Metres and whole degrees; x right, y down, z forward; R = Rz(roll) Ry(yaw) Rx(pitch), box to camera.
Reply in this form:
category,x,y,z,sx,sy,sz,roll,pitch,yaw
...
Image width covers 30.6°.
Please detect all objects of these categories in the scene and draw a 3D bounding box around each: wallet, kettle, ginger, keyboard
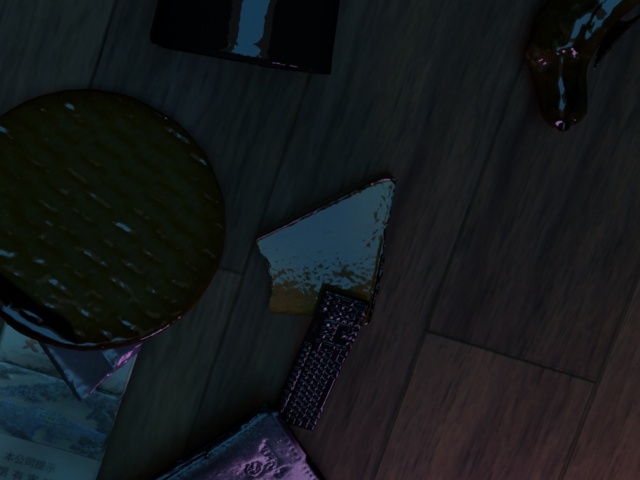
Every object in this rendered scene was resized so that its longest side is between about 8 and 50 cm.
category,x,y,z,sx,sy,sz,roll,pitch,yaw
wallet,-0.180,0.362,1.478,0.379,0.046,0.190,-31,127,-1
kettle,-0.084,-0.358,1.336,0.203,0.262,0.308,4,99,-44
ginger,0.350,-0.288,1.427,0.309,0.107,0.133,-46,126,2
keyboard,-0.002,0.153,1.477,0.061,0.013,0.204,17,116,-12

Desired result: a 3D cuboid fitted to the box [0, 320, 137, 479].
category,x,y,z,sx,sy,sz,roll,pitch,yaw
box,-0.336,0.208,1.446,0.164,0.069,0.256,18,98,-10

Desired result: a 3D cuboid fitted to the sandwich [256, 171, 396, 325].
category,x,y,z,sx,sy,sz,roll,pitch,yaw
sandwich,0.000,0.000,1.456,0.163,0.058,0.193,9,102,-8

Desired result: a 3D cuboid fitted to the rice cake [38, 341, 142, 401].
category,x,y,z,sx,sy,sz,roll,pitch,yaw
rice cake,-0.327,0.042,1.377,0.106,0.050,0.298,-36,86,-21

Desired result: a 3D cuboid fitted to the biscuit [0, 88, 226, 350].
category,x,y,z,sx,sy,sz,roll,pitch,yaw
biscuit,-0.266,-0.028,1.364,0.318,0.040,0.317,4,75,-16
